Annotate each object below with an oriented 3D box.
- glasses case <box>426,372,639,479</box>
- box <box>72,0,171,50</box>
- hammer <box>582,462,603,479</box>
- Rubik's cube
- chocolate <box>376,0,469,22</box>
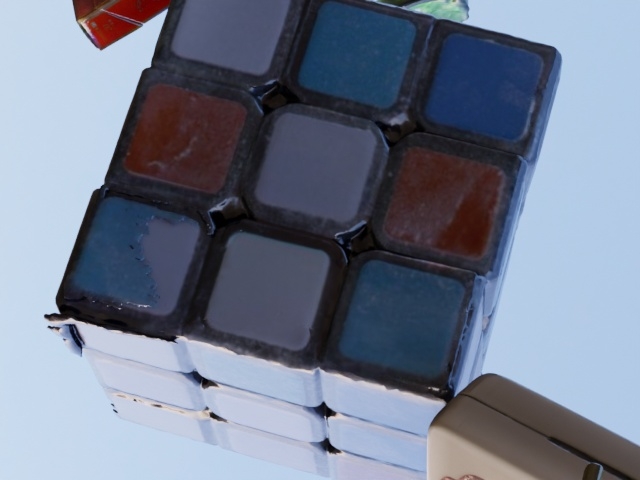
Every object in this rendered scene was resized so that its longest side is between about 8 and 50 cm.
[{"bbox_3d":[0.230,0.227,1.326,0.336,0.144,0.076,26,-133,32],"label":"glasses case"},{"bbox_3d":[-0.164,-0.273,1.793,0.175,0.048,0.112,-30,-138,12],"label":"box"},{"bbox_3d":[0.160,0.221,1.180,0.062,0.013,0.199,113,0,-48],"label":"hammer"},{"bbox_3d":[0.000,0.000,1.631,0.362,0.363,0.359,84,19,-65],"label":"Rubik's cube"},{"bbox_3d":[0.090,-0.372,2.055,0.110,0.110,0.291,-32,-118,44],"label":"chocolate"}]
